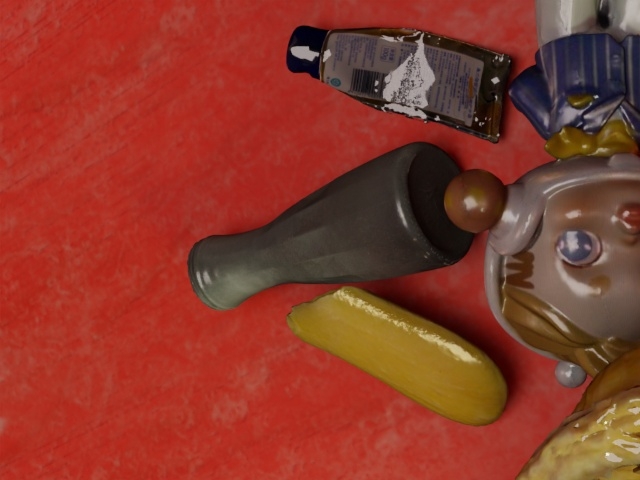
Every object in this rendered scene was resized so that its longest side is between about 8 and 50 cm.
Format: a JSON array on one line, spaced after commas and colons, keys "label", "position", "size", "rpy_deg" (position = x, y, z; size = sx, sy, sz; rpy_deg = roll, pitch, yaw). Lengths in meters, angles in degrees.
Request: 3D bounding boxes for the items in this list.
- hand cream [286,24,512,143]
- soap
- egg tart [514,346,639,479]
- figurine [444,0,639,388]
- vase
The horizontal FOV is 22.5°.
[{"label": "hand cream", "position": [0.054, -0.114, 1.100], "size": [0.163, 0.039, 0.062], "rpy_deg": [17, 106, 22]}, {"label": "soap", "position": [0.054, 0.074, 1.113], "size": [0.168, 0.033, 0.089], "rpy_deg": [29, 141, 16]}, {"label": "egg tart", "position": [0.242, 0.119, 0.921], "size": [0.290, 0.290, 0.107], "rpy_deg": [-28, 51, 33]}, {"label": "figurine", "position": [0.161, -0.049, 0.988], "size": [0.193, 0.133, 0.274], "rpy_deg": [-21, 91, -9]}, {"label": "vase", "position": [0.000, 0.000, 1.129], "size": [0.214, 0.086, 0.086], "rpy_deg": [-18, 89, 38]}]
